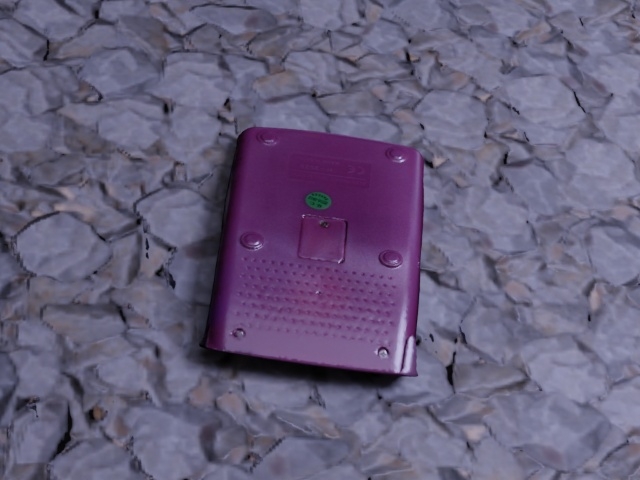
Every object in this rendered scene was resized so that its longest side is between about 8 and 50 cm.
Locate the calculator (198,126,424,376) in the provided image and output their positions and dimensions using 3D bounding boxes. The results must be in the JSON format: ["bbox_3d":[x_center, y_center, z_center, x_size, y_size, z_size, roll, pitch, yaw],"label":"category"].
[{"bbox_3d":[0.000,0.000,0.959,0.127,0.034,0.190,7,48,-1],"label":"calculator"}]
